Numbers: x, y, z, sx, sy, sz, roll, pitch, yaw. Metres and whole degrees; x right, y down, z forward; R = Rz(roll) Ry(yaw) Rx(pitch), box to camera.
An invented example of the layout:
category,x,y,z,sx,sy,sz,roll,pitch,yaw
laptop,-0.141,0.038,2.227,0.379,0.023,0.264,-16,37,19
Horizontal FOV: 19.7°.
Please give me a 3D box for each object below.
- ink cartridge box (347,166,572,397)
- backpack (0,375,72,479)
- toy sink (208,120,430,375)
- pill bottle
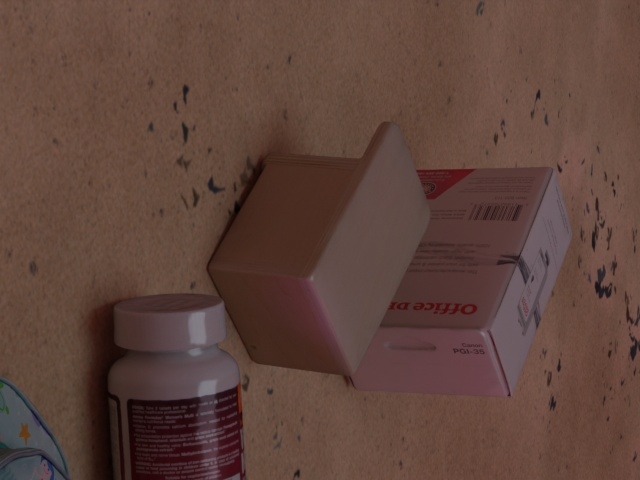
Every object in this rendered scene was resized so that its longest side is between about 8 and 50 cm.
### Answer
category,x,y,z,sx,sy,sz,roll,pitch,yaw
ink cartridge box,0.155,0.045,2.161,0.283,0.207,0.117,-63,143,-41
backpack,-0.271,0.219,1.317,0.225,0.191,0.253,62,33,-45
toy sink,0.000,0.000,1.924,0.234,0.131,0.152,-62,145,-34
pill bottle,-0.131,0.165,1.668,0.121,0.121,0.221,-19,109,-63
